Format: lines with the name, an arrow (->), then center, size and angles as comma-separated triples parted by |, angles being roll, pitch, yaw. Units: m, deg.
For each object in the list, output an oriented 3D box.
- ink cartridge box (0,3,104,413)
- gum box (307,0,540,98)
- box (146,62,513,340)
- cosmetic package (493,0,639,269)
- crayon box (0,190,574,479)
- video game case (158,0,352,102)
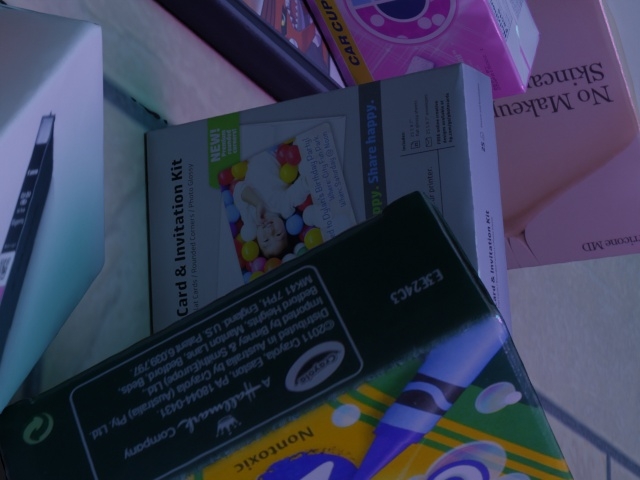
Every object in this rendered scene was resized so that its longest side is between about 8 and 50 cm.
ink cartridge box -> -0.154, -0.016, 0.580 | 0.275, 0.060, 0.239 | -61, 162, -51
gum box -> 0.051, -0.160, 0.993 | 0.188, 0.107, 0.062 | 61, 33, -33
box -> 0.000, 0.000, 0.836 | 0.038, 0.186, 0.145 | 16, 68, -58
cosmetic package -> 0.158, -0.140, 1.224 | 0.309, 0.160, 0.113 | 67, 31, -24
crayon box -> 0.020, 0.146, 0.764 | 0.083, 0.203, 0.323 | 63, 2, 43
video game case -> -0.051, -0.233, 0.977 | 0.275, 0.035, 0.248 | 36, 51, -55
